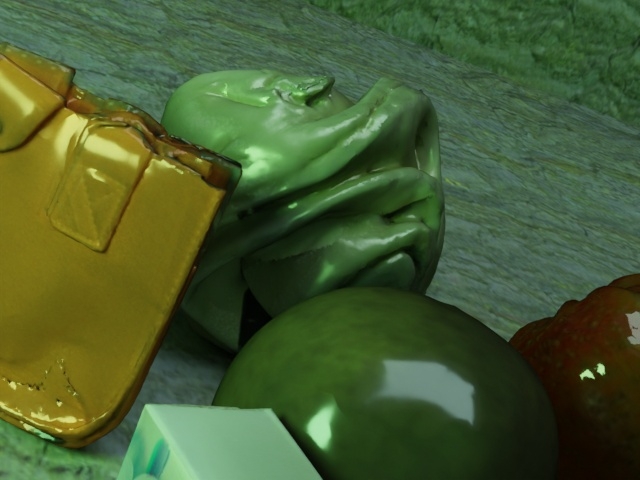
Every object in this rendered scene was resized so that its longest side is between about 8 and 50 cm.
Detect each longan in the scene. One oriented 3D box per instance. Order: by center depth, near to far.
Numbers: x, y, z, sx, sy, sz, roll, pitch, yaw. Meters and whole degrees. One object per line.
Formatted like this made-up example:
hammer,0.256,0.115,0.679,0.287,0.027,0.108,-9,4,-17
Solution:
longan,0.049,0.172,1.171,0.297,0.297,0.297,21,21,-9

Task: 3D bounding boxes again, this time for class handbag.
handbag,-0.303,-0.028,1.248,0.410,0.303,0.116,27,19,3

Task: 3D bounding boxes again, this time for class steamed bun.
steamed bun,0.000,0.000,1.504,0.394,0.346,0.237,38,22,-44

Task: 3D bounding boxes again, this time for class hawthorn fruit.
hawthorn fruit,0.333,0.193,1.515,0.277,0.277,0.298,0,54,-47

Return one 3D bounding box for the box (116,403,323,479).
box,-0.053,0.269,0.956,0.116,0.203,0.274,7,28,-36
